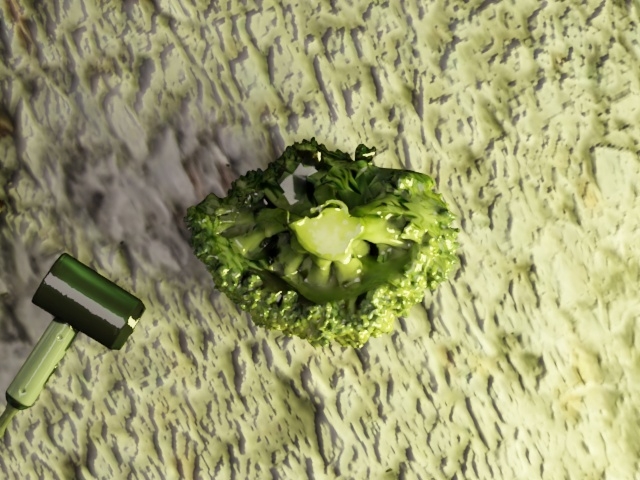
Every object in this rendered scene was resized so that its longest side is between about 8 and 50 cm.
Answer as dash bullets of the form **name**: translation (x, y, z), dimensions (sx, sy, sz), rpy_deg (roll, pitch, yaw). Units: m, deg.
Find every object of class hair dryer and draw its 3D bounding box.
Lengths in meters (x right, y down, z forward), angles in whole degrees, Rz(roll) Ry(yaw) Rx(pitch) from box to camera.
- **hair dryer**: translation (-0.261, 0.118, 1.070), dimensions (0.100, 0.057, 0.197), rpy_deg (34, 93, -4)

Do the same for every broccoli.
- **broccoli**: translation (-0.002, 0.000, 1.036), dimensions (0.226, 0.176, 0.198), rpy_deg (27, 73, -26)

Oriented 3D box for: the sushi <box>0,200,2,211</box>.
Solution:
- **sushi**: translation (-0.456, -0.052, 0.931), dimensions (0.281, 0.299, 0.294), rpy_deg (-42, 96, -34)
